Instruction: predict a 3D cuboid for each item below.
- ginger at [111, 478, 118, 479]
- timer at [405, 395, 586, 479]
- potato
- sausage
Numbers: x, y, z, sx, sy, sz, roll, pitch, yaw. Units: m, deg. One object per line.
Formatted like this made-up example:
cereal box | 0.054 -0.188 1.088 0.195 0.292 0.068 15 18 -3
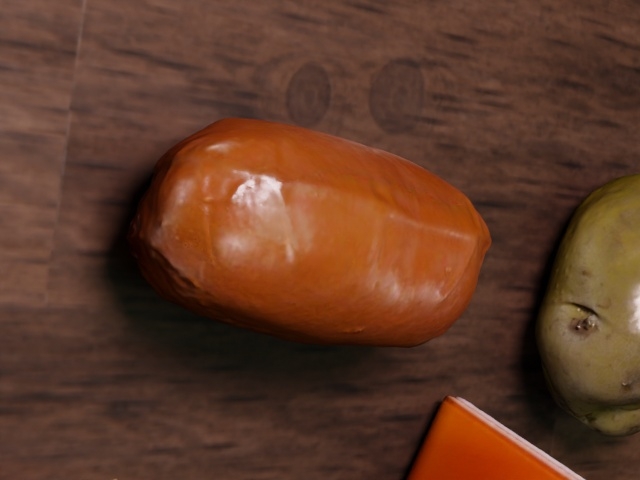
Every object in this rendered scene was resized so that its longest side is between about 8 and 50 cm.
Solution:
ginger | -0.181 0.247 0.652 0.166 0.236 0.375 52 27 5
timer | 0.192 0.255 1.049 0.161 0.250 0.257 -58 133 -21
potato | 0.238 0.044 1.146 0.154 0.137 0.200 66 46 -70
sausage | 0.002 0.000 0.892 0.258 0.133 0.133 15 87 -47
